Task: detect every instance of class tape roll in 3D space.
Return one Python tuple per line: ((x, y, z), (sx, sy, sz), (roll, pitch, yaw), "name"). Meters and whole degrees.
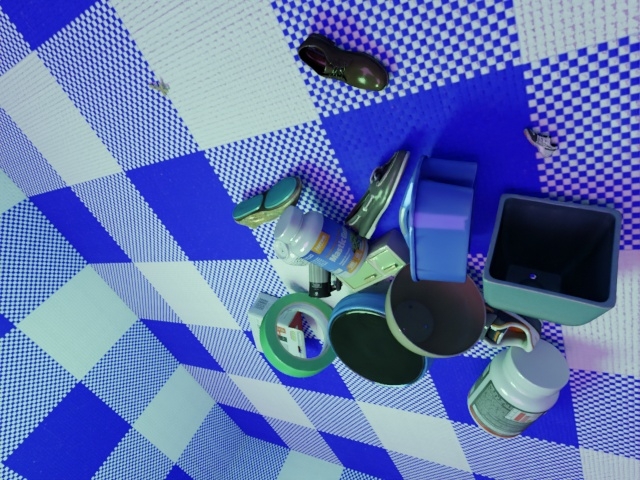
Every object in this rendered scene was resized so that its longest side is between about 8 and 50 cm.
((-0.075, 0.366, 1.589), (0.321, 0.321, 0.077), (34, 138, -1), "tape roll")

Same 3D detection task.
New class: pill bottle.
((0.000, 0.000, 1.254), (0.272, 0.152, 0.152), (26, 144, -24), "pill bottle")
((0.640, 0.485, 1.327), (0.210, 0.210, 0.363), (21, 138, 15), "pill bottle")

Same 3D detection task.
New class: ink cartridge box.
((-0.165, 0.415, 1.845), (0.272, 0.130, 0.309), (16, 137, 18), "ink cartridge box")

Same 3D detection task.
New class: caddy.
((0.287, -0.047, 1.015), (0.179, 0.241, 0.341), (6, 132, 22), "caddy")

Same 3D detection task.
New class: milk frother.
((0.019, 0.131, 1.482), (0.129, 0.143, 0.134), (0, 96, 1), "milk frother")

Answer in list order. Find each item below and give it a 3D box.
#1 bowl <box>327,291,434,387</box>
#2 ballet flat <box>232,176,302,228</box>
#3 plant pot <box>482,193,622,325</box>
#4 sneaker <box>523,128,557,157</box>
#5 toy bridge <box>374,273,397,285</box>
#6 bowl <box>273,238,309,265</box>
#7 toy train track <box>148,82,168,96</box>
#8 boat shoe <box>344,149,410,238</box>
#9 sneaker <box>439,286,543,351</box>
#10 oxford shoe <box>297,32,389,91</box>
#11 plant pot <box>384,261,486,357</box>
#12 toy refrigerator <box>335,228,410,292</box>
((0.203, 0.359, 1.422), (0.391, 0.077, 0.391), (15, 127, 22), "bowl")
((-0.154, -0.116, 1.344), (0.348, 0.123, 0.123), (-18, 119, 42), "ballet flat")
((0.533, 0.075, 0.980), (0.248, 0.247, 0.252), (13, 152, 23), "plant pot")
((0.480, -0.221, 0.882), (0.083, 0.032, 0.037), (38, 126, -13), "sneaker")
((0.263, 0.132, 1.368), (0.188, 0.026, 0.063), (4, 130, 30), "toy bridge")
((-0.109, 0.022, 1.411), (0.170, 0.080, 0.170), (21, 121, 39), "bowl")
((-0.508, -0.482, 1.278), (0.083, 0.014, 0.048), (22, 146, 22), "toy train track")
((0.147, -0.125, 1.126), (0.095, 0.112, 0.335), (24, 143, 4), "boat shoe")
((0.503, 0.234, 1.238), (0.321, 0.127, 0.126), (16, 137, 21), "sneaker")
((0.048, -0.396, 0.937), (0.227, 0.096, 0.083), (25, 137, 8), "oxford shoe")
((0.310, 0.218, 1.200), (0.284, 0.284, 0.191), (30, 152, 4), "plant pot")
((0.170, 0.075, 1.320), (0.102, 0.094, 0.269), (44, 138, -11), "toy refrigerator")
